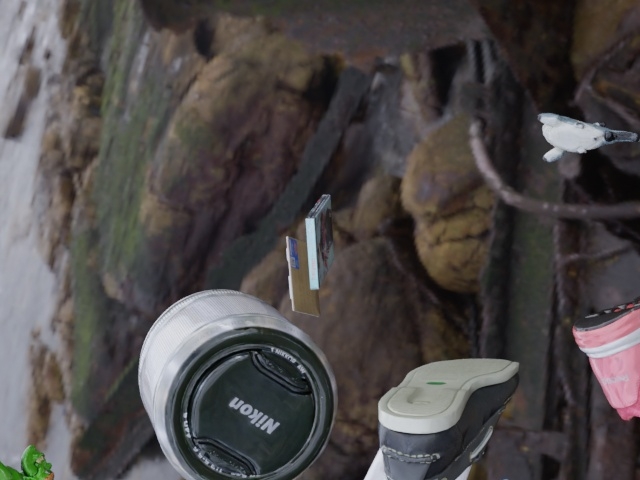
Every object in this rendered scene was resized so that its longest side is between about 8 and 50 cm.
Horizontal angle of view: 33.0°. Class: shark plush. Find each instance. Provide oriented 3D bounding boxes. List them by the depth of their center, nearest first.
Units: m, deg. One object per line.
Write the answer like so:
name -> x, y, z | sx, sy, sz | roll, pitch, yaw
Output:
shark plush -> 0.378, -0.161, 1.532 | 0.161, 0.067, 0.073 | -5, 108, 52

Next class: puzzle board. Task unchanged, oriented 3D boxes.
puzzle board -> -0.031, 0.063, 1.845 | 0.011, 0.096, 0.128 | -13, 75, 25

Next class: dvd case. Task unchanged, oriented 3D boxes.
dvd case -> 0.000, 0.000, 1.304 | 0.119, 0.013, 0.087 | -55, -37, -71

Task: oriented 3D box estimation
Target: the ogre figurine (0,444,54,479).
ogre figurine -> -0.290, 0.194, 0.910 | 0.118, 0.096, 0.197 | 51, 134, 10

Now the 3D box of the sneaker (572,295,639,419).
sneaker -> 0.415, 0.127, 1.273 | 0.116, 0.313, 0.136 | -21, 84, 50

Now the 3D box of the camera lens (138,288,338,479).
camera lens -> -0.112, 0.182, 1.355 | 0.274, 0.219, 0.220 | -156, 82, -73

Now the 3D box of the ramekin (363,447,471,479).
ramekin -> 0.115, 0.422, 1.662 | 0.277, 0.135, 0.277 | -60, -8, -14

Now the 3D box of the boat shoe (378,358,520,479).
boat shoe -> 0.109, 0.147, 0.898 | 0.084, 0.233, 0.079 | -1, 98, 26

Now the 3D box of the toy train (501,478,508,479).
toy train -> 0.270, 0.423, 1.717 | 0.184, 0.105, 0.080 | 94, 158, -69
